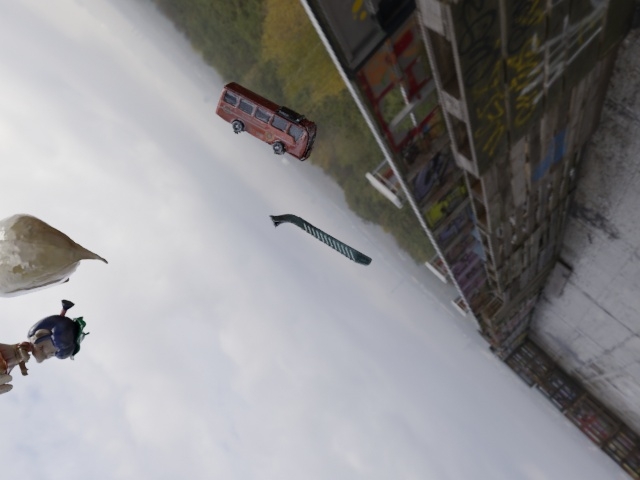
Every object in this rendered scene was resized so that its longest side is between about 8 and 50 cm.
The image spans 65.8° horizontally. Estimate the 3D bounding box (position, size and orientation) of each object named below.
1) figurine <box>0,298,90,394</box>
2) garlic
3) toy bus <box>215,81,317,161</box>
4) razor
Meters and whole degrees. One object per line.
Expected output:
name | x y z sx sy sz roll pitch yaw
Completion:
figurine | -0.547 0.201 0.957 0.195 0.111 0.102 -23 -115 -45
garlic | -0.489 0.032 0.854 0.164 0.146 0.244 22 157 -38
toy bus | -0.120 -0.266 1.117 0.234 0.096 0.073 26 -147 3
razor | 0.003 -0.005 0.854 0.190 0.033 0.066 25 170 5
